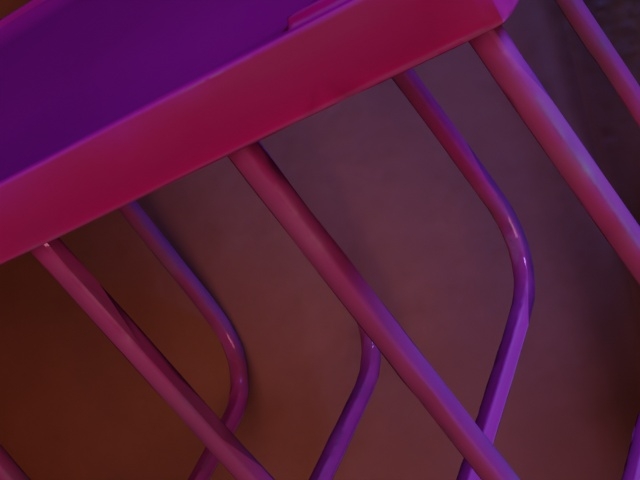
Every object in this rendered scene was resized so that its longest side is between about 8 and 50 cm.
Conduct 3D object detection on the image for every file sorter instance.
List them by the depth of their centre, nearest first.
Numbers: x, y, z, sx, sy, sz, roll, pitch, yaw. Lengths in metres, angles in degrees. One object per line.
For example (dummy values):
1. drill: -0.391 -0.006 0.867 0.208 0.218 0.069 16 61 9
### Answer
1. file sorter: 0.000 0.000 0.498 0.291 0.202 0.182 -23 114 35
